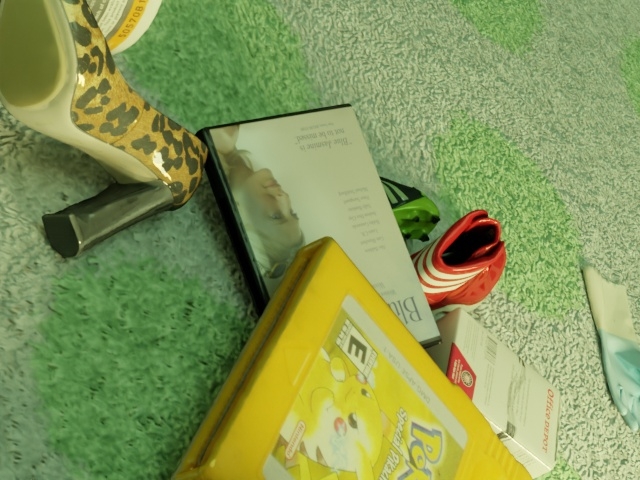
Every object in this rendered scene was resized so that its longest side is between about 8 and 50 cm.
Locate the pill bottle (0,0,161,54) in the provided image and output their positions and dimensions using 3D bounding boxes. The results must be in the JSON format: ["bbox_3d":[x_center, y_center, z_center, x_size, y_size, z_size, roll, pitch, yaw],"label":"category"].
[{"bbox_3d":[-0.272,-0.244,1.056,0.278,0.162,0.162,3,59,-47],"label":"pill bottle"}]

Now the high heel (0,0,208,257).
[{"bbox_3d":[-0.169,-0.135,1.070,0.186,0.093,0.261,-34,126,-49],"label":"high heel"}]

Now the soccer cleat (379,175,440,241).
[{"bbox_3d":[0.044,-0.039,1.333,0.179,0.060,0.072,10,31,-39],"label":"soccer cleat"}]

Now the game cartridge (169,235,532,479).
[{"bbox_3d":[0.047,0.199,1.092,0.323,0.053,0.285,48,41,-19],"label":"game cartridge"}]

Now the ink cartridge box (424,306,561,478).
[{"bbox_3d":[0.162,0.157,1.288,0.150,0.063,0.109,40,38,-19],"label":"ink cartridge box"}]

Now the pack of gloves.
[{"bbox_3d":[0.416,0.149,1.588,0.195,0.046,0.232,23,46,-33],"label":"pack of gloves"}]

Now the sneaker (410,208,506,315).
[{"bbox_3d":[0.162,0.019,1.344,0.221,0.128,0.087,-27,83,-52],"label":"sneaker"}]

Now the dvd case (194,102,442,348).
[{"bbox_3d":[0.000,0.000,1.215,0.180,0.022,0.253,-14,79,-37],"label":"dvd case"}]
